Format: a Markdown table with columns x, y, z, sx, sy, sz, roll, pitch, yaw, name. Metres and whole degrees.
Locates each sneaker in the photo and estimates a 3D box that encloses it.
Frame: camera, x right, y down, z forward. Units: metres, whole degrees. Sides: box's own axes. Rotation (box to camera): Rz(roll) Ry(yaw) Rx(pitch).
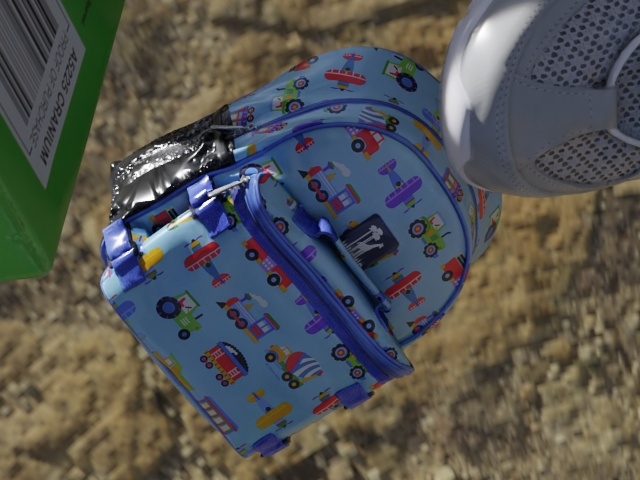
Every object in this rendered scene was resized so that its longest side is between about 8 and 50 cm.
| x | y | z | sx | sy | sz | roll | pitch | yaw | name |
| --- | --- | --- | --- | --- | --- | --- | --- | --- | --- |
| 0.178 | -0.078 | 0.684 | 0.281 | 0.105 | 0.115 | -18 | 27 | -15 | sneaker |

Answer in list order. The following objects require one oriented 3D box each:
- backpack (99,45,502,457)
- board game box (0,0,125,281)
| x | y | z | sx | sy | sz | roll | pitch | yaw | name |
| --- | --- | --- | --- | --- | --- | --- | --- | --- | --- |
| 0.000 | 0.000 | 0.892 | 0.173 | 0.158 | 0.117 | -28 | 24 | 13 | backpack |
| -0.199 | -0.077 | 0.472 | 0.316 | 0.064 | 0.242 | -8 | 44 | 17 | board game box |
